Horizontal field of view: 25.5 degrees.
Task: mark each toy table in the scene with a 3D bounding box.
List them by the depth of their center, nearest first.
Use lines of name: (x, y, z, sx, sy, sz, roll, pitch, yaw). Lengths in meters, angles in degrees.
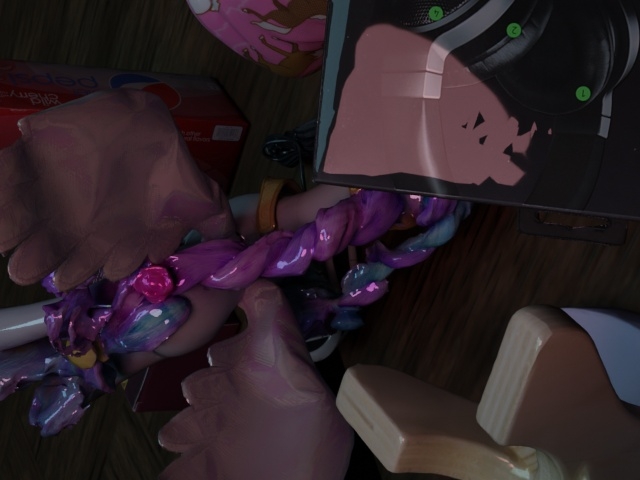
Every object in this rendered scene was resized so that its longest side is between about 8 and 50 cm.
toy table: (0.132, 0.145, 0.777, 0.274, 0.160, 0.252, 32, 117, 53)

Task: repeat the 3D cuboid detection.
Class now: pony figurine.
pony figurine: (-0.089, 0.029, 0.948, 0.363, 0.351, 0.303, -19, 105, 42)

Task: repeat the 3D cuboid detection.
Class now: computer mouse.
computer mouse: (0.000, 0.000, 1.107, 0.106, 0.042, 0.193, -15, 73, 46)

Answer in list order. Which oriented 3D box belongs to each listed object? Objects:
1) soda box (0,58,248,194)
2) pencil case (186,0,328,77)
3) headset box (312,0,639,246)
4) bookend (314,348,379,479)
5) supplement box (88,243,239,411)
soda box: (-0.203, -0.097, 1.227, 0.092, 0.263, 0.083, 53, 132, 44)
pencil case: (0.041, -0.250, 0.934, 0.386, 0.160, 0.167, -33, 29, 55)
headset box: (0.136, -0.137, 0.678, 0.131, 0.246, 0.283, -27, -58, -76)
bookend: (-0.033, 0.177, 1.130, 0.156, 0.072, 0.157, -51, 48, 46)
supplement box: (-0.158, 0.060, 1.327, 0.188, 0.080, 0.104, 55, 134, 44)
